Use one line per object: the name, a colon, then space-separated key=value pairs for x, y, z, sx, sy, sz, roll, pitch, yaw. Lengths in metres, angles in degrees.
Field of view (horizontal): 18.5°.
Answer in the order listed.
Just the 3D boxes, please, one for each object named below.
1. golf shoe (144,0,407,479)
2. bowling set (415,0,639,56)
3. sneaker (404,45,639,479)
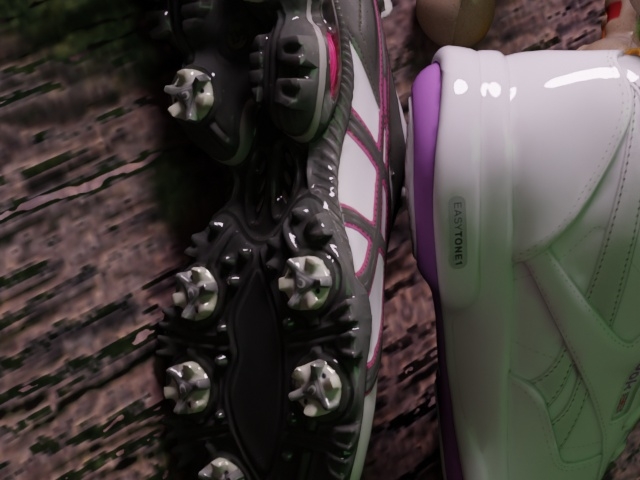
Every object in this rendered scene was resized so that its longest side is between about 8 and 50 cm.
golf shoe: x=0.000 y=0.000 z=0.843 sx=0.120 sy=0.105 sz=0.273 roll=1 pitch=88 yaw=-54
bowling set: x=0.091 y=-0.145 z=0.923 sx=0.287 sy=0.200 sz=0.154 roll=88 pitch=21 yaw=-71
sneaker: x=0.122 y=0.048 z=0.878 sx=0.114 sy=0.152 sz=0.305 roll=-92 pitch=175 yaw=-50
